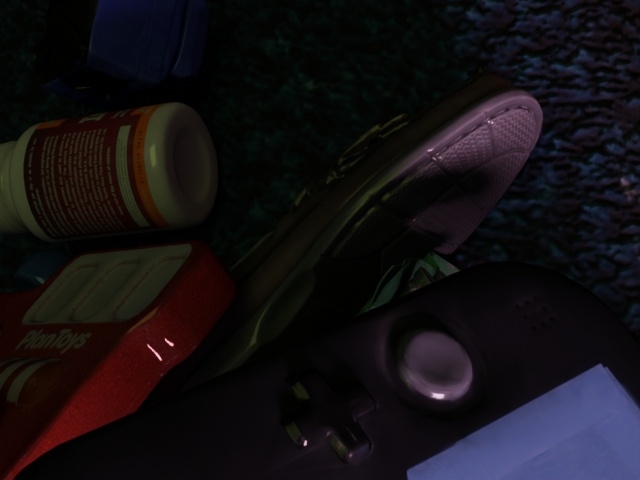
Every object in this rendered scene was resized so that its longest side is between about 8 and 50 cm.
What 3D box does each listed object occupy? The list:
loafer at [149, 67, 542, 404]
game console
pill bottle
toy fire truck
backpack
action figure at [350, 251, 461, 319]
[{"bbox_3d":[0.000,0.000,0.841,0.302,0.109,0.095,-46,56,7],"label":"loafer"},{"bbox_3d":[0.095,0.199,0.600,0.386,0.342,0.060,55,139,20],"label":"game console"},{"bbox_3d":[-0.153,-0.043,0.933,0.152,0.086,0.086,-6,70,22],"label":"pill bottle"},{"bbox_3d":[-0.202,0.105,0.848,0.302,0.169,0.254,-6,38,55],"label":"toy fire truck"},{"bbox_3d":[-0.142,-0.137,0.957,0.120,0.101,0.098,-12,59,56],"label":"backpack"},{"bbox_3d":[-0.008,0.105,0.809,0.232,0.137,0.063,-45,69,14],"label":"action figure"}]
